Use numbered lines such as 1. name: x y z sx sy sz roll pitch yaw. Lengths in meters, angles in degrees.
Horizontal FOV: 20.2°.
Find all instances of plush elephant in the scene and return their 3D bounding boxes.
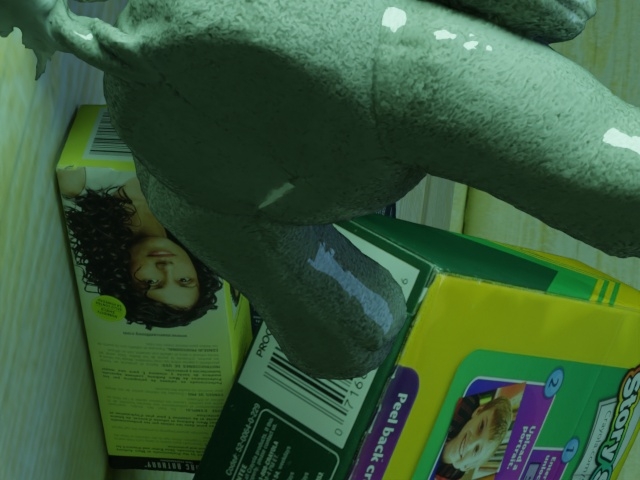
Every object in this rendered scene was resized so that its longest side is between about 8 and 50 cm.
1. plush elephant: 0.000 -0.132 0.802 0.272 0.330 0.255 -33 -148 48

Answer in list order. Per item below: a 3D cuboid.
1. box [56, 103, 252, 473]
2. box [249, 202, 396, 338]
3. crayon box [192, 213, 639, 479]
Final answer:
1. box: -0.086 0.034 0.997 0.058 0.087 0.232 -80 168 -47
2. box: 0.000 0.000 1.459 0.153 0.108 0.207 -77 168 -47
3. crayon box: 0.049 0.177 1.095 0.313 0.106 0.363 12 105 -54
